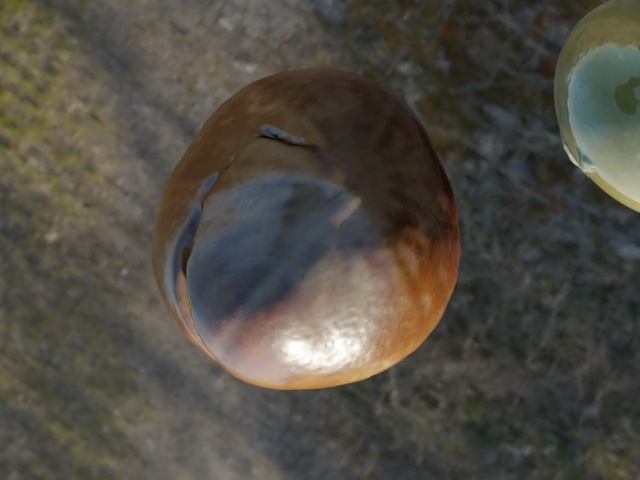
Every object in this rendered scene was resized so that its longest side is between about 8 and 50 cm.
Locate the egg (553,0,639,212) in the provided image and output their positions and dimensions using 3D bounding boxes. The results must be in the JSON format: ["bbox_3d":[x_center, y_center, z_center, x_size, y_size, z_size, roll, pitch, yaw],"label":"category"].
[{"bbox_3d":[0.260,-0.096,1.159,0.201,0.164,0.164,37,149,-26],"label":"egg"}]

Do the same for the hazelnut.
[{"bbox_3d":[0.000,0.000,0.852,0.182,0.182,0.182,23,145,17],"label":"hazelnut"}]
